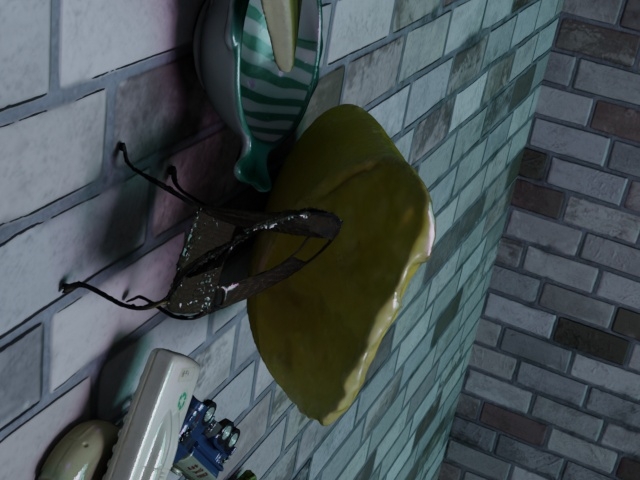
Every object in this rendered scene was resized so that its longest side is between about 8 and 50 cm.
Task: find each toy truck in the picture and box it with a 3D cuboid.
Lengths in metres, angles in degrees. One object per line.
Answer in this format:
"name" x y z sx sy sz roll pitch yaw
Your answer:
"toy truck" -0.159 0.235 1.179 0.088 0.074 0.202 -55 158 -17

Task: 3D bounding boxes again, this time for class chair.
"chair" -0.098 0.009 0.906 0.174 0.213 0.149 28 76 -70

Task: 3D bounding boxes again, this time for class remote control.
"remote control" -0.177 0.224 0.988 0.090 0.049 0.230 46 60 -70

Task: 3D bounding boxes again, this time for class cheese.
"cheese" -0.224 0.224 1.010 0.171 0.047 0.092 -16 124 -68

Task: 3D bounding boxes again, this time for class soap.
"soap" -0.003 -0.001 1.094 0.427 0.115 0.306 -126 -129 -72

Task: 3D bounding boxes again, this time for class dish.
"dish" -0.072 -0.177 0.968 0.224 0.078 0.246 25 76 -70

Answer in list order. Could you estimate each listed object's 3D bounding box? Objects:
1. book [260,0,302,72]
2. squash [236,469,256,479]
"book" -0.020 -0.352 0.829 0.239 0.035 0.352 83 11 -73
"squash" -0.139 0.416 1.411 0.224 0.094 0.094 -63 161 -47
